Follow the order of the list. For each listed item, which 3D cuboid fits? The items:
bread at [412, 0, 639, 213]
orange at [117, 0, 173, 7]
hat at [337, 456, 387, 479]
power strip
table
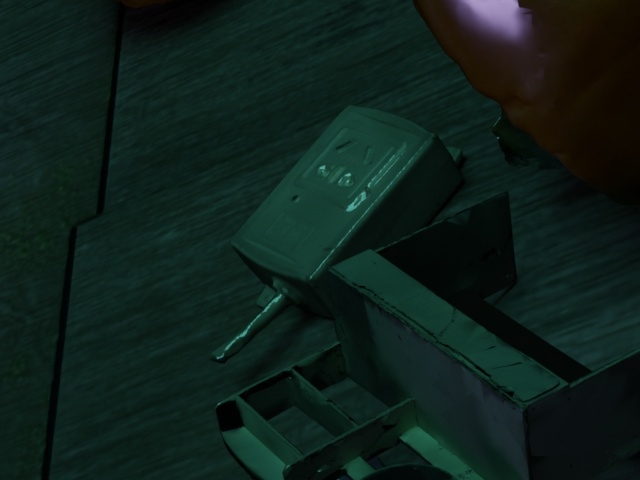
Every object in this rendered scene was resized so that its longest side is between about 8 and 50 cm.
[{"bbox_3d":[0.159,-0.166,0.799,0.279,0.250,0.225,-46,32,-3],"label":"bread"},{"bbox_3d":[-0.127,-0.227,1.147,0.159,0.159,0.136,25,102,48],"label":"orange"},{"bbox_3d":[-0.058,0.167,0.755,0.227,0.129,0.140,-36,8,-27],"label":"hat"},{"bbox_3d":[0.000,0.000,0.902,0.075,0.042,0.175,23,67,46],"label":"power strip"},{"bbox_3d":[0.058,0.059,0.743,0.175,0.062,0.146,-25,33,-23],"label":"table"}]
